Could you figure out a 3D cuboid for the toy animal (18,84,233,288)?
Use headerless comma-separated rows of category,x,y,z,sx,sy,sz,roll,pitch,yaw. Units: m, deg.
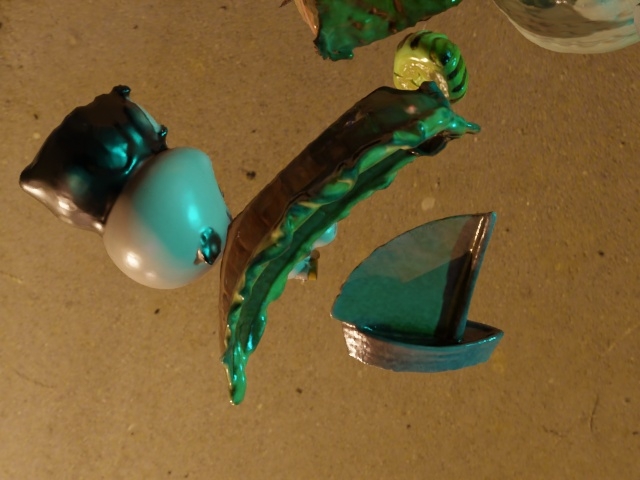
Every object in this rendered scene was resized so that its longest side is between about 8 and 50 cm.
toy animal,-0.213,-0.049,0.839,0.235,0.165,0.187,37,152,-1

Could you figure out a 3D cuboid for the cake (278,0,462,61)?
cake,0.068,-0.440,0.856,0.314,0.307,0.293,-22,129,0

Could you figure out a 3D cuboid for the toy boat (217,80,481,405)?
toy boat,-0.010,-0.006,0.532,0.099,0.108,0.293,43,103,9

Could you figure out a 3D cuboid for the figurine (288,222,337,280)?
figurine,-0.040,0.000,1.084,0.109,0.129,0.178,68,150,19

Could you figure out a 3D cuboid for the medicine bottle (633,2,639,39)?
medicine bottle,0.223,-0.122,0.266,0.191,0.051,0.051,-29,105,18

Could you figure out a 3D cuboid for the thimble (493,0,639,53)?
thimble,0.211,-0.248,0.499,0.211,0.149,0.185,-29,77,25

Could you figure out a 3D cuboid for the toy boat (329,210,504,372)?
toy boat,0.151,0.093,1.120,0.275,0.111,0.294,-10,117,5

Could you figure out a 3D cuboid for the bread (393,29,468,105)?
bread,0.171,-0.268,1.080,0.130,0.071,0.139,28,159,34
